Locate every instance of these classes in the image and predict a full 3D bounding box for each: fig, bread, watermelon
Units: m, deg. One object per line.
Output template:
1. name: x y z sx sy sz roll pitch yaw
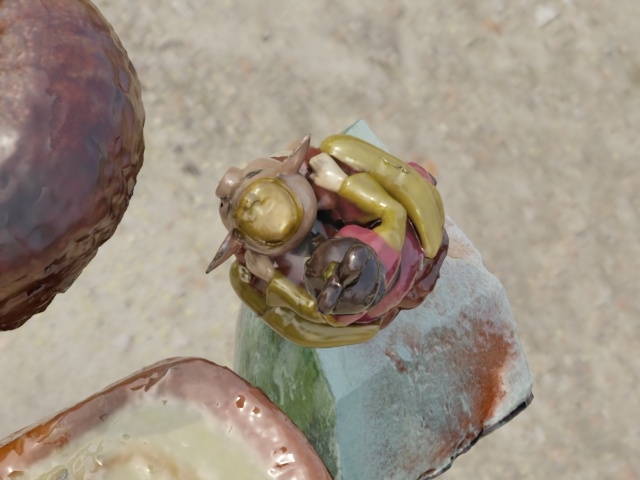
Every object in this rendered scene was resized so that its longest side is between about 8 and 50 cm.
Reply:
1. fig: -0.133 -0.013 0.656 0.146 0.201 0.134 -24 70 -9
2. bread: -0.072 0.175 0.795 0.190 0.123 0.244 -34 81 -20
3. watermelon: 0.044 0.062 1.188 0.213 0.320 0.290 2 84 2

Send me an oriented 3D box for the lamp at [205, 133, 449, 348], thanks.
1. lamp: 0.000 0.000 0.887 0.118 0.118 0.253 62 13 6
